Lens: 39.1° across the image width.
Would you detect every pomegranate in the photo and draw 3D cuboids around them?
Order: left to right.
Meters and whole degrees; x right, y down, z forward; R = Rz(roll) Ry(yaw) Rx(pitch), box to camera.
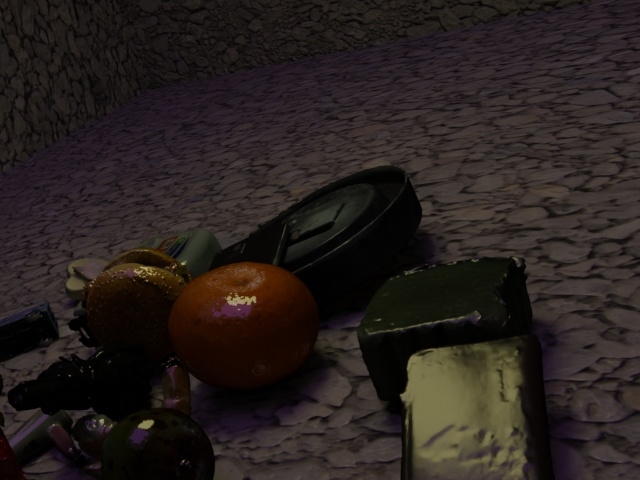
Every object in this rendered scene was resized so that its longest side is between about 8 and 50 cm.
[{"bbox_3d":[-0.208,0.285,1.117,0.148,0.148,0.169,-38,-9,-39],"label":"pomegranate"}]

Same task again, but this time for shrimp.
[{"bbox_3d":[-0.259,0.233,1.253,0.161,0.049,0.166,13,74,12],"label":"shrimp"}]

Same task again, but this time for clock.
[{"bbox_3d":[0.000,0.000,1.587,0.386,0.076,0.386,-27,18,10],"label":"clock"}]

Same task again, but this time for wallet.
[{"bbox_3d":[0.166,0.226,0.959,0.165,0.042,0.309,-14,36,17],"label":"wallet"}]

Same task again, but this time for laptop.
[{"bbox_3d":[-0.128,0.036,1.525,0.154,0.026,0.207,-27,18,15],"label":"laptop"}]

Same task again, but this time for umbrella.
[{"bbox_3d":[-0.339,0.207,1.285,0.118,0.118,0.340,-16,-7,10],"label":"umbrella"}]

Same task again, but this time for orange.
[{"bbox_3d":[-0.111,0.131,1.331,0.224,0.170,0.224,-8,25,4],"label":"orange"}]

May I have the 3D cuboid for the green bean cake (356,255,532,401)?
[{"bbox_3d":[0.172,0.110,1.200,0.222,0.125,0.227,-14,20,20],"label":"green bean cake"}]

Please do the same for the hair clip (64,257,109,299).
[{"bbox_3d":[-0.454,0.073,1.902,0.218,0.071,0.159,12,32,44],"label":"hair clip"}]

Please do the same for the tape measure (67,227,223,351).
[{"bbox_3d":[-0.297,0.090,1.649,0.246,0.125,0.243,-13,26,26],"label":"tape measure"}]

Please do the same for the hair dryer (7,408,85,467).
[{"bbox_3d":[-0.397,0.302,1.339,0.154,0.054,0.106,9,39,43],"label":"hair dryer"}]

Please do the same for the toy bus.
[{"bbox_3d":[-0.600,0.184,1.758,0.167,0.073,0.076,-20,23,-6],"label":"toy bus"}]

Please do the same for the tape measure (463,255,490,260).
[{"bbox_3d":[0.238,0.061,1.350,0.091,0.054,0.094,-17,23,-10],"label":"tape measure"}]

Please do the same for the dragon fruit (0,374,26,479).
[{"bbox_3d":[-0.526,0.302,1.175,0.250,0.269,0.291,-20,23,-28],"label":"dragon fruit"}]

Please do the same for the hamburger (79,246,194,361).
[{"bbox_3d":[-0.299,0.106,1.472,0.191,0.182,0.118,16,13,-1],"label":"hamburger"}]
